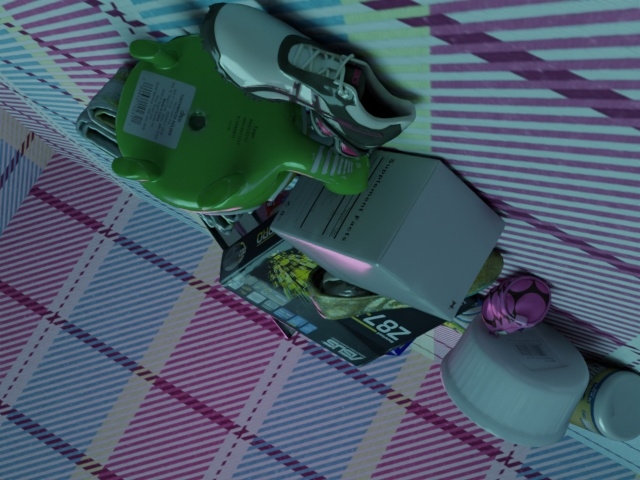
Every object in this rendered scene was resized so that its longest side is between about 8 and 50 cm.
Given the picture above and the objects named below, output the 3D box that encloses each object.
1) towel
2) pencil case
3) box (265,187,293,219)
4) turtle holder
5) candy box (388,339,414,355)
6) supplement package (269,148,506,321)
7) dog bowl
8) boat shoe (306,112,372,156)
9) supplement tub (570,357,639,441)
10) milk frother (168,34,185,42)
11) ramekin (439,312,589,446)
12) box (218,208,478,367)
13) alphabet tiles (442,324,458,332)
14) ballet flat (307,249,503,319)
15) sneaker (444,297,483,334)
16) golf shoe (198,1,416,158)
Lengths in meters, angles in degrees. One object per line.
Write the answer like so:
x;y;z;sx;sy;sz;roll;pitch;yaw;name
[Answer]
-0.255;-0.177;1.555;0.320;0.090;0.374;36;-165;-15;towel
0.349;0.122;1.569;0.095;0.098;0.209;29;171;6;pencil case
0.000;0.000;1.792;0.122;0.128;0.257;-19;150;19;box
-0.106;-0.158;1.194;0.320;0.243;0.227;-11;174;17;turtle holder
0.124;0.159;2.209;0.268;0.122;0.317;46;175;4;candy box
0.096;-0.023;1.325;0.177;0.175;0.293;37;169;-34;supplement package
-0.138;0.032;2.106;0.408;0.150;0.408;54;176;6;dog bowl
-0.013;-0.141;1.328;0.079;0.081;0.227;37;170;-37;boat shoe
0.575;0.327;1.823;0.144;0.144;0.199;34;170;-23;supplement tub
-0.215;-0.258;1.354;0.134;0.129;0.143;22;125;42;milk frother
0.388;0.257;1.714;0.277;0.135;0.277;17;-151;-10;ramekin
0.056;0.069;1.663;0.318;0.097;0.395;-32;129;32;box
0.291;0.180;2.376;0.342;0.011;0.285;32;171;-10;alphabet tiles
0.132;0.056;1.489;0.348;0.123;0.123;-14;149;25;ballet flat
0.283;0.138;1.905;0.126;0.091;0.240;38;168;-30;sneaker
-0.009;-0.200;1.011;0.273;0.105;0.120;29;157;-29;golf shoe
